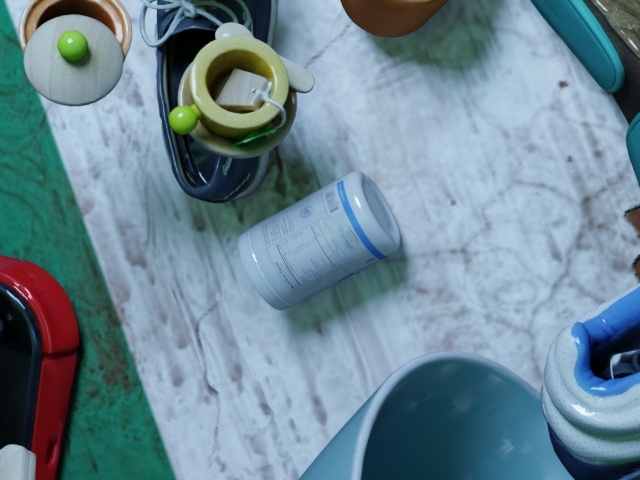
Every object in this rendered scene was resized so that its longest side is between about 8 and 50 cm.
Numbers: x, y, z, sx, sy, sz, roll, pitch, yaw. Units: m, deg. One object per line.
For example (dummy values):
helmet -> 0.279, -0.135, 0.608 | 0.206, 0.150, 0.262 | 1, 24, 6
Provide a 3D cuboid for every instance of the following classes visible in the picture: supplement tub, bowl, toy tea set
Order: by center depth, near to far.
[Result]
bowl -> 0.074, 0.245, 0.812 | 0.163, 0.311, 0.311 | -30, 83, 35
toy tea set -> -0.044, -0.181, 0.836 | 0.336, 0.124, 0.200 | -41, 85, -17
supplement tub -> 0.000, 0.000, 0.921 | 0.107, 0.071, 0.071 | -28, 84, 18

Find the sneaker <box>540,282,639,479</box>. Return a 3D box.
sneaker -> 0.297, 0.096, 0.737 | 0.322, 0.236, 0.130 | -8, 48, 20

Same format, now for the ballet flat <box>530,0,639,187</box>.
ballet flat -> 0.248, -0.109, 0.832 | 0.124, 0.116, 0.342 | -27, 80, -3

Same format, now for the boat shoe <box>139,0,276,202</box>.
boat shoe -> -0.090, -0.156, 0.939 | 0.095, 0.079, 0.255 | 2, 93, 17

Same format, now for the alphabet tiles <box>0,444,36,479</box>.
alphabet tiles -> -0.320, 0.273, 0.920 | 0.284, 0.021, 0.278 | -34, 40, 20

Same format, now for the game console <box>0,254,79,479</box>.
game console -> -0.404, 0.156, 1.070 | 0.386, 0.060, 0.342 | 13, 101, 17
